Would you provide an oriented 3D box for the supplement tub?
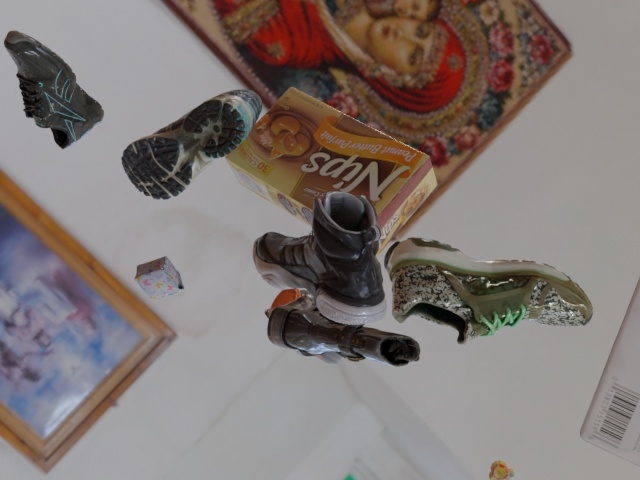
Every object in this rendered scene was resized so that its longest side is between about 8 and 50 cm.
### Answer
[{"bbox_3d":[-0.016,0.188,2.006,0.117,0.190,0.117,-39,-150,28],"label":"supplement tub"}]

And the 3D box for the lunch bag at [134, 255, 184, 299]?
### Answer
[{"bbox_3d":[-0.322,0.079,1.796,0.071,0.083,0.053,-18,-141,15],"label":"lunch bag"}]

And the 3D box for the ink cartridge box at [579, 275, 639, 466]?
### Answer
[{"bbox_3d":[0.407,0.133,0.867,0.060,0.238,0.275,-39,145,-49],"label":"ink cartridge box"}]

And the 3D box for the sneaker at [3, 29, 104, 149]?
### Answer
[{"bbox_3d":[-0.478,-0.259,1.575,0.106,0.101,0.267,-52,149,-13],"label":"sneaker"}]

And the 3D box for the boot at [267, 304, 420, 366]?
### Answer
[{"bbox_3d":[0.059,0.169,1.481,0.229,0.091,0.263,9,178,27],"label":"boot"}]

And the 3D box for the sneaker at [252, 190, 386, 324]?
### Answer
[{"bbox_3d":[0.000,0.000,1.207,0.101,0.153,0.268,-8,-157,-34],"label":"sneaker"}]

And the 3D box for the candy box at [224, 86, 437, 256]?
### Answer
[{"bbox_3d":[0.014,-0.117,1.504,0.316,0.087,0.183,32,-107,31],"label":"candy box"}]

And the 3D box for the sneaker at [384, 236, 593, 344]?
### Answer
[{"bbox_3d":[0.312,0.135,1.715,0.158,0.410,0.182,96,7,-55],"label":"sneaker"}]

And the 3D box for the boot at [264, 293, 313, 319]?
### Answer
[{"bbox_3d":[-0.060,0.137,1.791,0.087,0.042,0.118,-33,165,3],"label":"boot"}]

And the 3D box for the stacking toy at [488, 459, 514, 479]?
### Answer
[{"bbox_3d":[0.450,0.574,1.870,0.052,0.221,0.167,-49,-172,14],"label":"stacking toy"}]

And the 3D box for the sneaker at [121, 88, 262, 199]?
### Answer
[{"bbox_3d":[-0.201,-0.158,1.452,0.283,0.110,0.122,-22,-164,34],"label":"sneaker"}]
